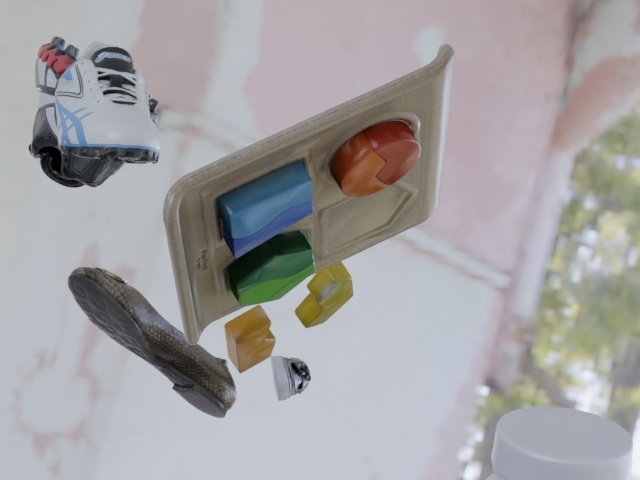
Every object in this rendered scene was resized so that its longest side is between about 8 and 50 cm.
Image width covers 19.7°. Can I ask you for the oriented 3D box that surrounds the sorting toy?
[{"bbox_3d":[0.000,0.000,1.322,0.041,0.229,0.307,55,-15,23],"label":"sorting toy"}]

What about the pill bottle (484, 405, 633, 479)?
[{"bbox_3d":[0.230,0.323,1.855,0.161,0.283,0.161,4,18,-1],"label":"pill bottle"}]

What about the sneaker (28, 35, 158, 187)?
[{"bbox_3d":[-0.265,-0.133,1.986,0.098,0.135,0.276,26,8,-29],"label":"sneaker"}]

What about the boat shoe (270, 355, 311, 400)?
[{"bbox_3d":[-0.031,0.146,2.010,0.040,0.049,0.142,-11,-2,-1],"label":"boat shoe"}]

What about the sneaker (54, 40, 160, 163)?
[{"bbox_3d":[-0.184,-0.118,1.584,0.085,0.086,0.237,6,15,-17],"label":"sneaker"}]

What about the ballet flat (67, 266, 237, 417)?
[{"bbox_3d":[-0.174,0.100,1.987,0.250,0.058,0.084,44,-25,-28],"label":"ballet flat"}]
